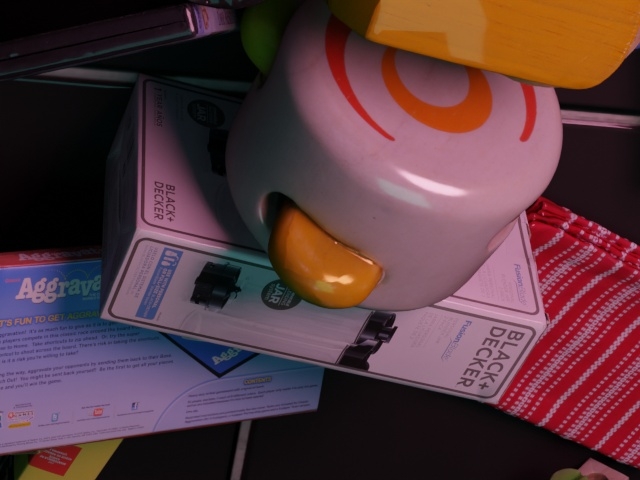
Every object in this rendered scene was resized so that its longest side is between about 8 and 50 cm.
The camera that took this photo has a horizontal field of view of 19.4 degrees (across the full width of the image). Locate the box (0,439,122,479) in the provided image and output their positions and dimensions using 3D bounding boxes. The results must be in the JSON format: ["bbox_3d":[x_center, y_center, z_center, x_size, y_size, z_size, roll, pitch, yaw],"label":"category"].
[{"bbox_3d":[-0.189,0.134,1.447,0.058,0.087,0.232,21,128,-22],"label":"box"}]

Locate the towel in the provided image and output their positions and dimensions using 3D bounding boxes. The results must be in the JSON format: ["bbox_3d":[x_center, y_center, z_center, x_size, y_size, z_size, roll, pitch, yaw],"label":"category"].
[{"bbox_3d":[0.213,0.083,1.473,0.275,0.031,0.199,24,127,-25],"label":"towel"}]

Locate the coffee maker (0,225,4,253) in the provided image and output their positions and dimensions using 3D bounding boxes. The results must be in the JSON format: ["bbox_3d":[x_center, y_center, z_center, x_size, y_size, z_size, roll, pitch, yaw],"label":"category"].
[{"bbox_3d":[-0.315,0.039,1.326,0.178,0.120,0.171,-1,133,-3],"label":"coffee maker"}]

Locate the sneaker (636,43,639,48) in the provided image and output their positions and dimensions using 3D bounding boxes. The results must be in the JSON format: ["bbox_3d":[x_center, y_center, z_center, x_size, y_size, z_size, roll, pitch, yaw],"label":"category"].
[{"bbox_3d":[0.267,-0.202,1.181,0.090,0.081,0.232,24,125,-15],"label":"sneaker"}]

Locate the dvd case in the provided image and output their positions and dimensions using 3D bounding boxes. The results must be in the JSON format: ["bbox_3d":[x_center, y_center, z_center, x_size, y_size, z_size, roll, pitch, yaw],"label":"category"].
[{"bbox_3d":[-0.144,-0.117,1.133,0.180,0.253,0.022,-11,97,6],"label":"dvd case"}]

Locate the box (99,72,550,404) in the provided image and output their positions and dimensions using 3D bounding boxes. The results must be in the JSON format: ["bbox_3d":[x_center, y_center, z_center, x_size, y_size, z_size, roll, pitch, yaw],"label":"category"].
[{"bbox_3d":[0.000,0.000,1.285,0.290,0.169,0.087,12,130,-17],"label":"box"}]

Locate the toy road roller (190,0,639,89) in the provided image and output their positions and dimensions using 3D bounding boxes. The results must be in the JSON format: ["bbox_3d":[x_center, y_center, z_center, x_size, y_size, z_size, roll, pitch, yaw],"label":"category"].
[{"bbox_3d":[0.053,-0.247,1.049,0.329,0.202,0.241,15,118,-16],"label":"toy road roller"}]

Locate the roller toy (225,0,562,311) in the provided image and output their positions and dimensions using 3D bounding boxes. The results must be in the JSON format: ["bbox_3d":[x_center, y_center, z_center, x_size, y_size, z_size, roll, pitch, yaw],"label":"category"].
[{"bbox_3d":[0.043,-0.057,1.185,0.191,0.209,0.146,-1,146,-28],"label":"roller toy"}]

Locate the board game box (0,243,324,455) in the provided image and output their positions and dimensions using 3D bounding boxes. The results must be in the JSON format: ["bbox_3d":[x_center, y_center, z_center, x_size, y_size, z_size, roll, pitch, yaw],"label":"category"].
[{"bbox_3d":[-0.114,0.069,1.328,0.281,0.027,0.145,-4,116,-33],"label":"board game box"}]

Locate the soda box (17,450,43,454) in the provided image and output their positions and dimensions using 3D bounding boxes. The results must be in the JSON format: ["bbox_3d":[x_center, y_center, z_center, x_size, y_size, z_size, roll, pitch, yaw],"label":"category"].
[{"bbox_3d":[-0.260,0.126,1.392,0.181,0.061,0.058,-8,99,35],"label":"soda box"}]

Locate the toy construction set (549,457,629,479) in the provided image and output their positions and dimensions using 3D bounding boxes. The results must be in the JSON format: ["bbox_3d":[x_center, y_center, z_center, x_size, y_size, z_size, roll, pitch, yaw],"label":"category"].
[{"bbox_3d":[0.285,0.294,1.570,0.308,0.257,0.237,-17,122,-17],"label":"toy construction set"}]
